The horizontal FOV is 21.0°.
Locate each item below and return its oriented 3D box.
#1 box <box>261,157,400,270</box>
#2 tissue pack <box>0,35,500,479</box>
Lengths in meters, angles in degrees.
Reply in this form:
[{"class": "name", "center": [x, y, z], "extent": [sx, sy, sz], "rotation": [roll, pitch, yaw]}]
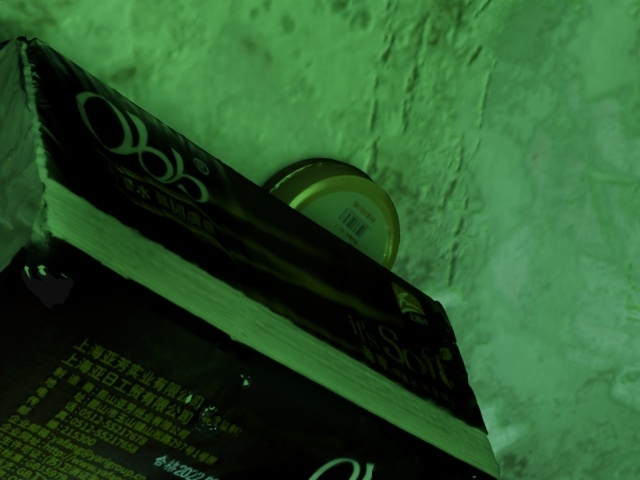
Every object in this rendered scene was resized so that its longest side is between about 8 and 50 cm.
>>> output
[{"class": "box", "center": [0.000, 0.000, 1.118], "extent": [0.105, 0.037, 0.106], "rotation": [-13, 116, -27]}, {"class": "tissue pack", "center": [-0.084, 0.081, 0.979], "extent": [0.210, 0.198, 0.370], "rotation": [-43, 129, 16]}]
